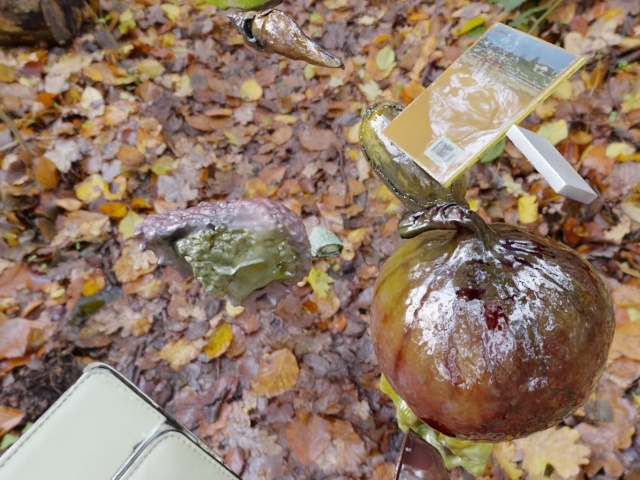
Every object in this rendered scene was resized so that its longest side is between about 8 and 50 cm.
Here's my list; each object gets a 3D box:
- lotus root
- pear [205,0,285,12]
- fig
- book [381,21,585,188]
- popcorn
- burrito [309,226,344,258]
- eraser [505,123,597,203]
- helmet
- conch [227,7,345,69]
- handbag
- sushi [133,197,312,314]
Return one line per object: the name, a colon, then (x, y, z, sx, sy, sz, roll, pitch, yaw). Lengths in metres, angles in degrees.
lotus root: (0.255, -0.207, 1.297, 0.196, 0.179, 0.397, -43, 77, 23)
pear: (-0.179, -0.757, 1.117, 0.398, 0.165, 0.399, -2, 81, 10)
fig: (0.163, 0.080, 0.484, 0.235, 0.214, 0.235, 8, 44, -8)
book: (0.340, -0.312, 1.070, 0.374, 0.028, 0.262, -42, 45, 8)
popcorn: (0.229, 0.252, 0.842, 0.276, 0.226, 0.276, -28, 20, 11)
burrito: (0.004, 0.000, 1.083, 0.074, 0.044, 0.118, -4, 29, -15)
eraser: (0.382, -0.127, 0.794, 0.103, 0.023, 0.150, 8, 45, -35)
helmet: (0.105, 0.250, 0.497, 0.057, 0.111, 0.089, 17, 85, 15)
conch: (-0.065, -0.366, 0.853, 0.232, 0.080, 0.086, 25, 28, 29)
handbag: (-0.255, 0.325, 0.448, 0.358, 0.237, 0.160, -50, 14, -26)
sushi: (-0.117, 0.001, 0.676, 0.161, 0.241, 0.107, -46, 26, 13)
